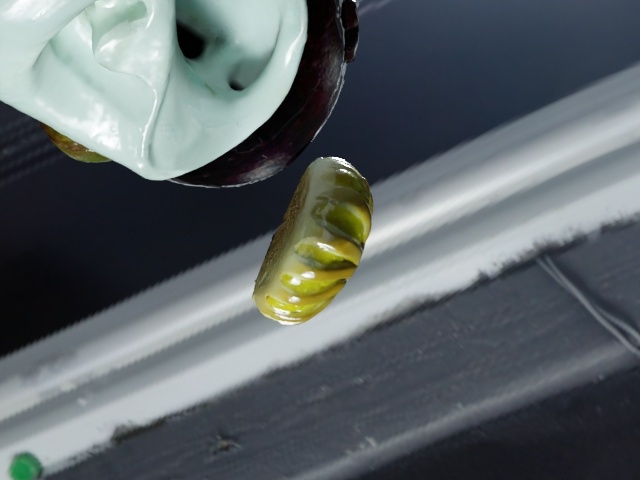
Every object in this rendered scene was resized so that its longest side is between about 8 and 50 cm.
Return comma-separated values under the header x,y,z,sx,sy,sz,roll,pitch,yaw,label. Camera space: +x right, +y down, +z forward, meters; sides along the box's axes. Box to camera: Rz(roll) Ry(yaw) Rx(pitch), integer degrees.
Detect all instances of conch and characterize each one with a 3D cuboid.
x,y,z,sx,sy,sz,roll,pitch,yaw,label
-0.105,-0.130,0.723,0.185,0.221,0.120,-11,-122,20,conch

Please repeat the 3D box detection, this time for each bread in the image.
x,y,z,sx,sy,sz,roll,pitch,yaw,label
0.000,0.000,1.180,0.083,0.094,0.157,23,-101,-3,bread

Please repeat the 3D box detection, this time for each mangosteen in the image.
x,y,z,sx,sy,sz,roll,pitch,yaw,label
-0.110,-0.168,0.986,0.288,0.233,0.287,-5,-101,29,mangosteen
